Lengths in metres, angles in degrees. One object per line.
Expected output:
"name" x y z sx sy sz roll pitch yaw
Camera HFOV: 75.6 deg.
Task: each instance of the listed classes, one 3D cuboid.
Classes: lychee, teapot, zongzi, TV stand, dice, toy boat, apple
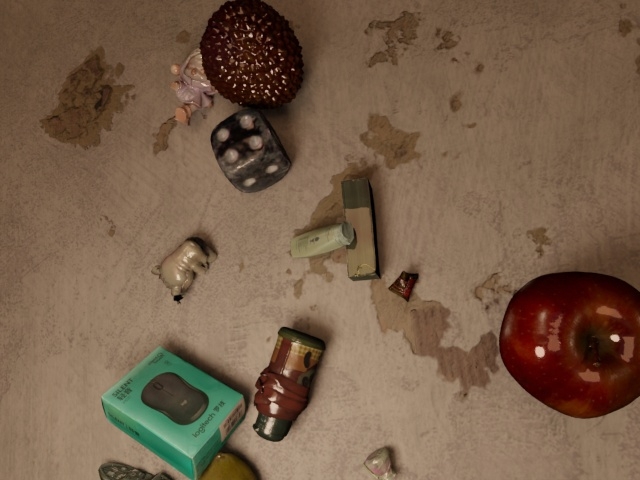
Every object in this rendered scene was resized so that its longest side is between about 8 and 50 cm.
"lychee" -0.203 -0.547 1.237 0.330 0.306 0.306 35 87 12
"teapot" 0.142 0.547 0.995 0.083 0.064 0.064 -41 74 37
"zongzi" 0.219 0.105 1.079 0.067 0.073 0.083 35 86 39
"TV stand" 0.111 -0.028 1.134 0.082 0.088 0.270 -6 77 12
"dice" -0.207 -0.264 1.235 0.183 0.181 0.182 -28 68 8
"toy boat" -0.496 0.660 1.124 0.260 0.078 0.085 12 96 17
"apple" 0.514 0.200 0.844 0.288 0.317 0.288 -4 77 16

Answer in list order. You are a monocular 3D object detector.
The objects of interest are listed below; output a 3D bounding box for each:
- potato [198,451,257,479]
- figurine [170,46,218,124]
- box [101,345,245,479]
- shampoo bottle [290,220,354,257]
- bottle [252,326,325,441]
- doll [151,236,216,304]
"potato" -0.238 0.700 0.988 0.218 0.202 0.351 -24 57 20
"figurine" -0.412 -0.520 1.389 0.200 0.133 0.276 25 88 8
"box" -0.379 0.436 1.076 0.311 0.205 0.118 22 125 20
"shampoo bottle" 0.000 0.000 1.126 0.212 0.049 0.072 -20 63 43
"bottle" -0.086 0.370 1.061 0.156 0.143 0.271 24 77 -20
"doll" -0.413 0.076 1.249 0.149 0.095 0.192 36 85 18
